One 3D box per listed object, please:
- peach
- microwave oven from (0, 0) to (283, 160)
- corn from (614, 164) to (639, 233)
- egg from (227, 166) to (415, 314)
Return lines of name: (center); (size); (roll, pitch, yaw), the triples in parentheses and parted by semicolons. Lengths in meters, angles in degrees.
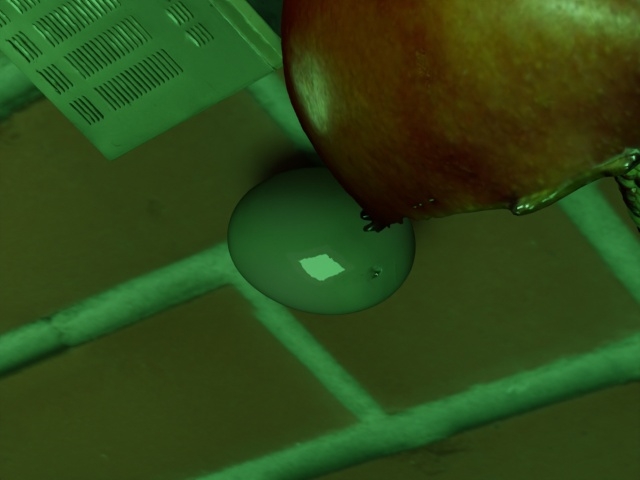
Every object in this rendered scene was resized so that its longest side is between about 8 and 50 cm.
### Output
peach: (0.104, -0.142, 0.881); (0.201, 0.257, 0.361); (61, 168, -8)
microwave oven: (-0.136, -0.196, 1.030); (0.194, 0.145, 0.240); (-23, 121, 39)
corn: (0.242, -0.013, 1.071); (0.086, 0.086, 0.253); (-7, 146, 26)
egg: (0.000, 0.000, 1.197); (0.135, 0.103, 0.103); (9, 135, 17)
